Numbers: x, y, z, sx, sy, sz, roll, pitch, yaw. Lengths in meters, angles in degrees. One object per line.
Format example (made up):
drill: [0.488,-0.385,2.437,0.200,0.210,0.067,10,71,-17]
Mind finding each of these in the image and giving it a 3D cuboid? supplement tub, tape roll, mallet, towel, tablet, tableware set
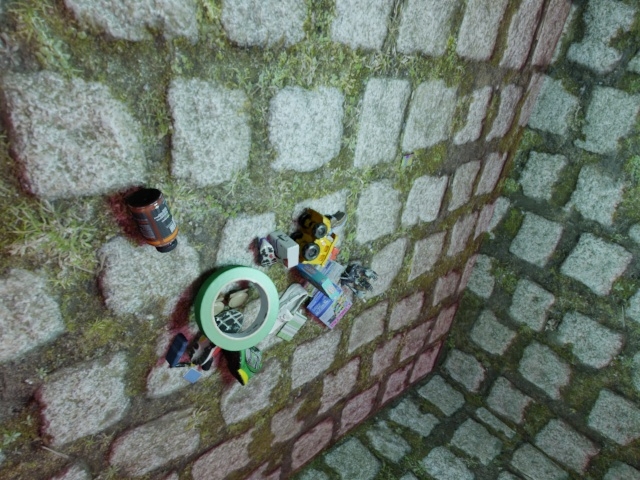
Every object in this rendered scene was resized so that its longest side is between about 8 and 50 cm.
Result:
supplement tub: [-0.503,-0.054,1.309,0.106,0.106,0.198,-33,137,-26]
tape roll: [-0.317,0.256,1.649,0.321,0.077,0.321,-3,95,-32]
mallet: [-0.526,0.503,1.763,0.189,0.039,0.062,21,101,-48]
towel: [-0.144,0.425,2.129,0.152,0.023,0.113,-50,140,-3]
towel: [-0.550,0.422,1.646,0.029,0.067,0.119,21,101,-50]
tablet: [-0.544,0.573,1.816,0.054,0.006,0.083,-46,141,-12]
tableware set: [-0.385,0.249,1.718,0.194,0.039,0.128,-19,144,-31]
towel: [0.432,-0.399,2.135,0.083,0.009,0.060,-18,130,-38]

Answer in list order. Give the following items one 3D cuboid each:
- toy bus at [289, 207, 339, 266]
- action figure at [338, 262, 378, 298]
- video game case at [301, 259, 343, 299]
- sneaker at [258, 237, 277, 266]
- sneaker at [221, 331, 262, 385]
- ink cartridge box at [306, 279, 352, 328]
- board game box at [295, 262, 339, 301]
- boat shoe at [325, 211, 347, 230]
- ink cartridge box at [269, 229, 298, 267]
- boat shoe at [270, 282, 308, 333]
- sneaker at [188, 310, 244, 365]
toy bus: [0.000,0.000,1.822,0.211,0.149,0.220,18,102,-37]
action figure: [0.212,0.206,2.246,0.275,0.141,0.164,11,110,-54]
video game case: [0.006,0.187,2.106,0.212,0.023,0.193,-55,143,2]
sneaker: [-0.217,0.047,1.732,0.068,0.071,0.170,-14,146,-15]
sneaker: [-0.342,0.500,1.901,0.146,0.134,0.343,-39,149,-31]
ink cartridge box: [0.053,0.336,2.214,0.186,0.065,0.311,-49,147,-8]
board game box: [-0.023,0.168,1.906,0.047,0.210,0.160,-46,142,-12]
boat shoe: [0.045,-0.078,1.913,0.183,0.066,0.066,-40,139,-19]
ink cartridge box: [-0.149,0.033,1.732,0.056,0.135,0.099,-22,131,-32]
boat shoe: [-0.163,0.326,1.966,0.277,0.096,0.098,-53,143,-3]
sneaker: [-0.419,0.390,1.748,0.279,0.107,0.118,-43,169,0]
